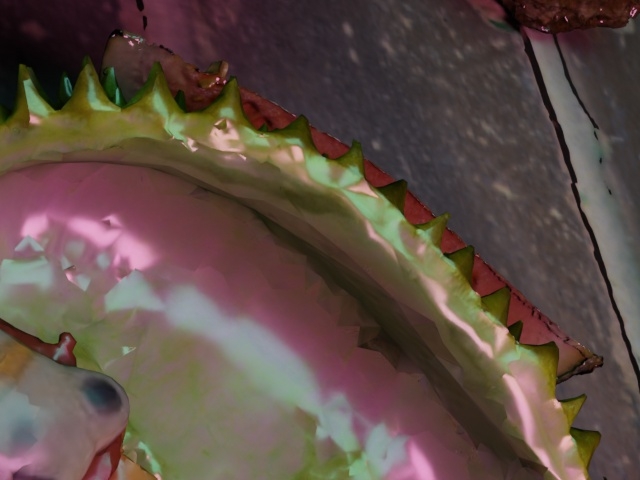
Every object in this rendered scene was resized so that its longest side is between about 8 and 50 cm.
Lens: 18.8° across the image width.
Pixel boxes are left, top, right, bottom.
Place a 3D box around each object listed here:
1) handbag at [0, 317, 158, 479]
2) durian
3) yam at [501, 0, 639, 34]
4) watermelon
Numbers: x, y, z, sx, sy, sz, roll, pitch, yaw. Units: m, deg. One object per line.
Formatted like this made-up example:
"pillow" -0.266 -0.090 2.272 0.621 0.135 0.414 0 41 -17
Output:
"handbag" -0.164 0.119 0.504 0.401 0.133 0.283 42 63 -3
"durian" -0.020 0.070 0.712 0.352 0.158 0.169 44 49 -9
"yam" 0.146 -0.231 1.085 0.128 0.129 0.238 19 48 -26
"watermelon" 0.003 -0.005 0.807 0.245 0.119 0.063 36 55 -12
